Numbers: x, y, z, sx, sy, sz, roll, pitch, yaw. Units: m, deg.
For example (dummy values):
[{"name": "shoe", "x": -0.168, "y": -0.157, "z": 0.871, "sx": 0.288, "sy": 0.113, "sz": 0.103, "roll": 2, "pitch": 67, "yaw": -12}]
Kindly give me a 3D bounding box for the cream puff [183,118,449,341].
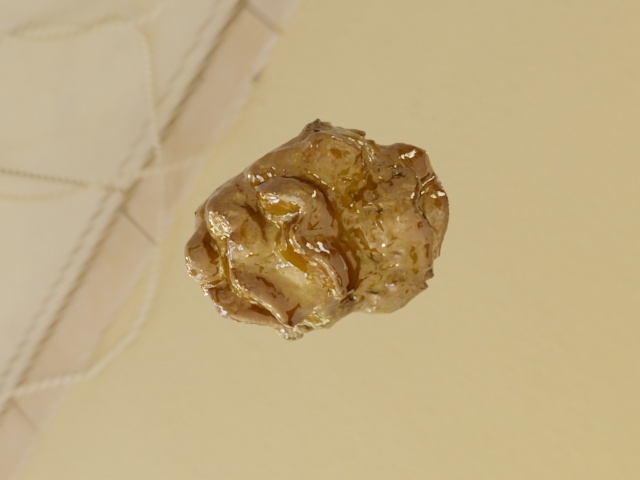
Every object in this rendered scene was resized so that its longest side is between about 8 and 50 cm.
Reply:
[{"name": "cream puff", "x": 0.000, "y": 0.000, "z": 0.829, "sx": 0.122, "sy": 0.094, "sz": 0.116, "roll": -37, "pitch": 180, "yaw": -21}]
